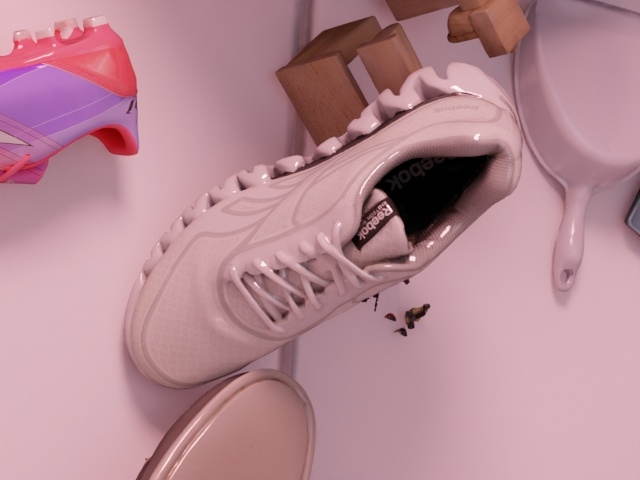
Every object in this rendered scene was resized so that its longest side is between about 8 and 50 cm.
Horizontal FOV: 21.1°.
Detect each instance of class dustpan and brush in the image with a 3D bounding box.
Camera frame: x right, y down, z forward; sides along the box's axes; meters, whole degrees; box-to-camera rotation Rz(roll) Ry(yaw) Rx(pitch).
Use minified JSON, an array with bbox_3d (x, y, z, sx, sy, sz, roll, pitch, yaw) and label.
[{"bbox_3d":[0.202,-0.068,1.284,0.147,0.060,0.211,13,74,-19],"label":"dustpan and brush"}]

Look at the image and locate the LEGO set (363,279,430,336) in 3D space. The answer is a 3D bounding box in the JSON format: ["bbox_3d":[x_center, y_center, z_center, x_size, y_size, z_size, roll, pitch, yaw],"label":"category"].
[{"bbox_3d":[0.043,0.030,1.198,0.054,0.023,0.083,-30,116,-27],"label":"LEGO set"}]

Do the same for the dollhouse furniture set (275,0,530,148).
[{"bbox_3d":[0.088,-0.114,1.175,0.151,0.144,0.123,-47,116,-40],"label":"dollhouse furniture set"}]

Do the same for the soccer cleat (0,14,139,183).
[{"bbox_3d":[-0.216,-0.063,1.011,0.248,0.083,0.095,-23,104,-33],"label":"soccer cleat"}]

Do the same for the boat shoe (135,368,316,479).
[{"bbox_3d":[-0.110,0.228,1.062,0.112,0.095,0.335,36,65,-28],"label":"boat shoe"}]

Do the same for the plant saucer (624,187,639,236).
[{"bbox_3d":[0.298,-0.073,1.358,0.067,0.018,0.192,38,68,-24],"label":"plant saucer"}]

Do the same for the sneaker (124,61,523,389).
[{"bbox_3d":[0.000,0.000,1.061,0.292,0.118,0.110,-36,111,8],"label":"sneaker"}]
